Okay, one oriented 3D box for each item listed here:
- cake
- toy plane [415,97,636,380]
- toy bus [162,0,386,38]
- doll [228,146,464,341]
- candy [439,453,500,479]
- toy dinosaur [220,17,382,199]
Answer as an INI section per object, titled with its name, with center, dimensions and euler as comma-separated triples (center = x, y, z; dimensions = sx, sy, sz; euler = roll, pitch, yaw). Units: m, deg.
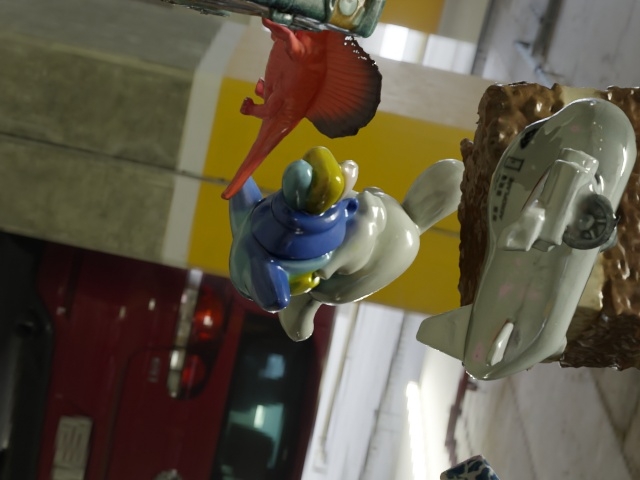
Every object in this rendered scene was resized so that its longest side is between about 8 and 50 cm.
[cake]
center = 0.297, -0.002, 1.165
dimensions = 0.255, 0.290, 0.282
euler = 91, 3, -72
[toy plane]
center = 0.180, 0.000, 0.885
dimensions = 0.252, 0.118, 0.252
euler = -57, 164, -27
[toy bus]
center = -0.079, -0.249, 0.843
dimensions = 0.275, 0.167, 0.138
euler = 22, -80, 44
[doll]
center = -0.006, -0.005, 1.490
dimensions = 0.366, 0.187, 0.376
euler = 15, 112, -54
[candy]
center = 0.225, 0.361, 1.380
dimensions = 0.160, 0.073, 0.092
euler = 58, 4, -25
[toy dinosaur]
center = -0.011, -0.138, 1.135
dimensions = 0.070, 0.139, 0.286
euler = -59, 169, -56
